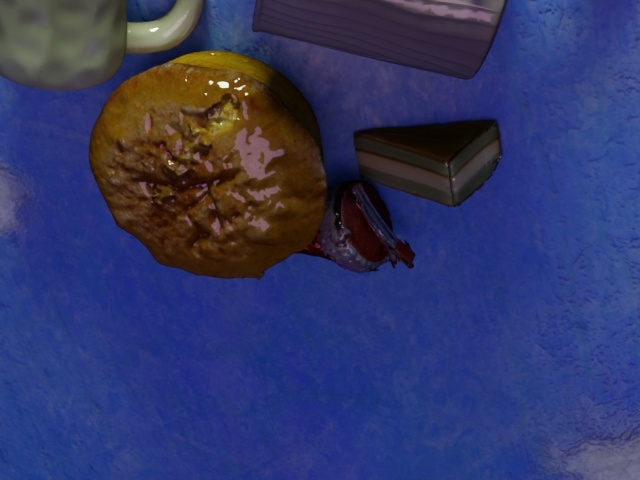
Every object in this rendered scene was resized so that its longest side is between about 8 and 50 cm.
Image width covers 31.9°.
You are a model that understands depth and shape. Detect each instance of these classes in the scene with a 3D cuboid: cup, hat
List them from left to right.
[{"bbox_3d":[-0.275,-0.295,1.334,0.255,0.173,0.202,12,126,1],"label":"cup"},{"bbox_3d":[0.003,0.000,1.548,0.227,0.128,0.140,-16,139,38],"label":"hat"},{"bbox_3d":[0.072,-0.320,1.225,0.273,0.208,0.288,14,152,-4],"label":"cup"}]

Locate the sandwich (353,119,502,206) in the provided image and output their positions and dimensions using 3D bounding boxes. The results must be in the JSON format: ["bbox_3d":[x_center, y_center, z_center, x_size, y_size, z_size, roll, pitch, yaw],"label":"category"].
[{"bbox_3d":[0.142,-0.118,1.485,0.163,0.113,0.079,19,134,39],"label":"sandwich"}]

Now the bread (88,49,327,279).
[{"bbox_3d":[-0.134,-0.102,1.433,0.312,0.172,0.312,7,123,11],"label":"bread"}]
